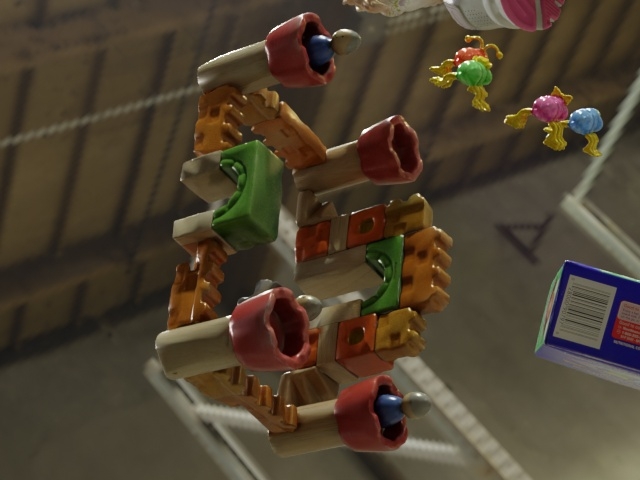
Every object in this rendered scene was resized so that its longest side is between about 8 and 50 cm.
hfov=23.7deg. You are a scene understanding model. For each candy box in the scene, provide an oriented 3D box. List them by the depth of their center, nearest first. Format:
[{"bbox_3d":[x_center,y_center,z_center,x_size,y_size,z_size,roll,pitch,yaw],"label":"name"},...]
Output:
[{"bbox_3d":[0.425,0.130,2.008,0.317,0.268,0.122,60,-133,-81],"label":"candy box"}]

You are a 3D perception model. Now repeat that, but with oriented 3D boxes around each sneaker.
[{"bbox_3d":[0.177,-0.289,1.375,0.103,0.111,0.252,47,-124,-31],"label":"sneaker"}]

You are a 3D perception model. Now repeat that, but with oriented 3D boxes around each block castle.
[{"bbox_3d":[0.000,0.000,1.740,0.213,0.453,0.303,-15,-38,28],"label":"block castle"}]

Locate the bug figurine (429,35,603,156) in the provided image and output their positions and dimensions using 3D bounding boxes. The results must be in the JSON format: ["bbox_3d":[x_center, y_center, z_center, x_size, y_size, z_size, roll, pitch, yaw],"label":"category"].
[{"bbox_3d":[0.282,-0.209,2.169,0.072,0.279,0.216,-64,-14,16],"label":"bug figurine"}]

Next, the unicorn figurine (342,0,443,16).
[{"bbox_3d":[0.119,-0.317,1.956,0.162,0.111,0.060,-33,-64,-22],"label":"unicorn figurine"}]
